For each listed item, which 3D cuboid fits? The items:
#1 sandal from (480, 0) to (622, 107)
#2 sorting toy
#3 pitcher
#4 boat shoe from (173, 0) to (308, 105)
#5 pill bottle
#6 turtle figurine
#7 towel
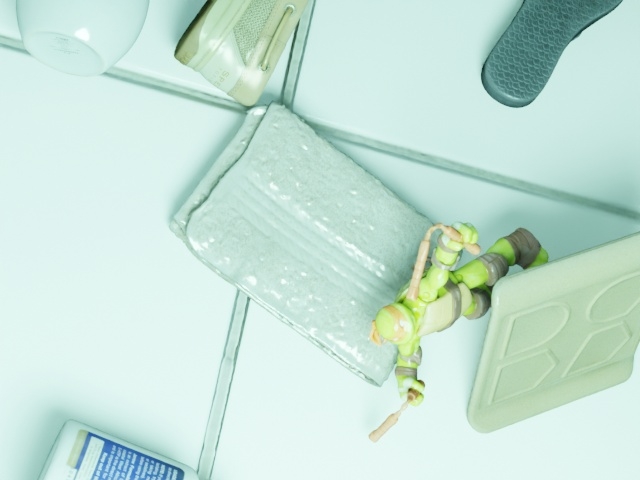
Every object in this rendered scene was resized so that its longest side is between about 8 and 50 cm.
[{"bbox_3d":[0.266,-0.257,1.356,0.097,0.054,0.254,41,76,4],"label":"sandal"},{"bbox_3d":[0.298,0.078,1.251,0.307,0.229,0.041,-17,48,-17],"label":"sorting toy"},{"bbox_3d":[-0.251,-0.278,1.191,0.177,0.125,0.207,10,68,7],"label":"pitcher"},{"bbox_3d":[-0.018,-0.299,1.254,0.110,0.121,0.341,36,85,-12],"label":"boat shoe"},{"bbox_3d":[-0.176,0.253,1.126,0.186,0.112,0.112,24,76,-10],"label":"pill bottle"},{"bbox_3d":[0.124,0.071,1.207,0.217,0.087,0.270,-18,131,-39],"label":"turtle figurine"},{"bbox_3d":[0.000,0.000,1.244,0.282,0.049,0.187,36,75,-8],"label":"towel"}]
